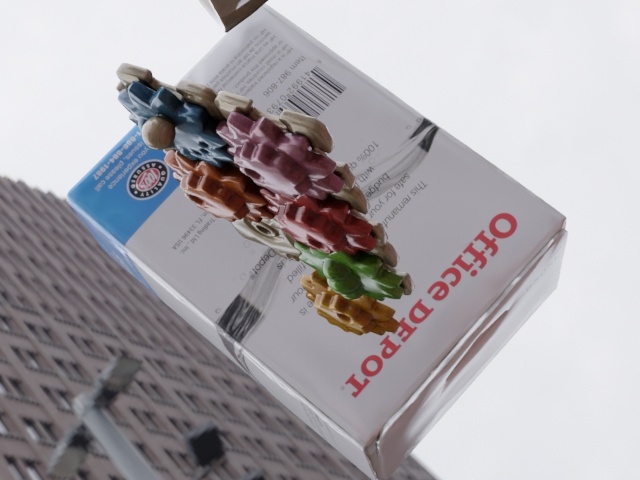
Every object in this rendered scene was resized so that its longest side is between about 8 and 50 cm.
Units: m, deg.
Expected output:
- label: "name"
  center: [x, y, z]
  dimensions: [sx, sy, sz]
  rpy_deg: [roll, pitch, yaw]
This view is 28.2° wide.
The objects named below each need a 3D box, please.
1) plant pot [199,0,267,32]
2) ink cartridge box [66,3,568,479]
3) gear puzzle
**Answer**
- label: "plant pot"
  center: [-0.043, -0.258, 0.522]
  dimensions: [0.191, 0.284, 0.284]
  rpy_deg: [-35, -46, 0]
- label: "ink cartridge box"
  center: [0.000, 0.000, 1.249]
  dimensions: [0.285, 0.395, 0.166]
  rpy_deg: [-47, -22, -13]
- label: "gear puzzle"
  center: [-0.028, -0.003, 0.913]
  dimensions: [0.044, 0.175, 0.339]
  rpy_deg: [-62, -28, -17]
